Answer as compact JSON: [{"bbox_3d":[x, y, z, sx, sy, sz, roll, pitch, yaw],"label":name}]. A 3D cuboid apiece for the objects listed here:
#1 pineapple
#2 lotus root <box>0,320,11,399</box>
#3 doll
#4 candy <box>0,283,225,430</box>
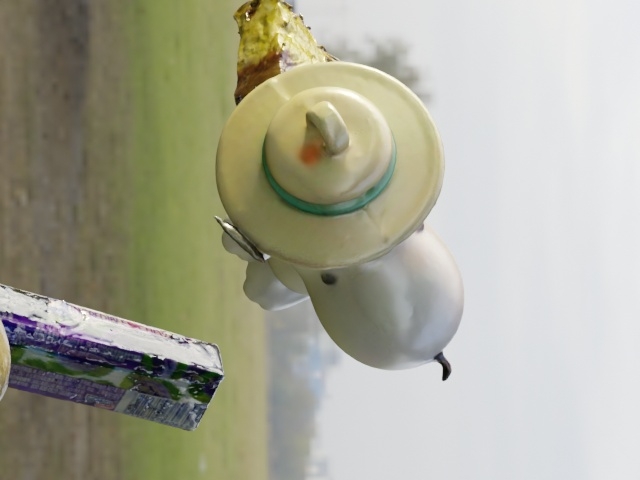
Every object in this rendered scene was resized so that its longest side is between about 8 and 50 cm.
[{"bbox_3d":[-0.031,-0.121,1.375,0.137,0.069,0.116,60,23,2],"label":"pineapple"},{"bbox_3d":[-0.247,0.079,1.226,0.062,0.073,0.150,-61,-154,26],"label":"lotus root"},{"bbox_3d":[-0.011,-0.018,1.155,0.271,0.144,0.208,33,-31,64],"label":"doll"},{"bbox_3d":[-0.242,0.103,1.679,0.088,0.312,0.061,-57,-152,33],"label":"candy"}]
